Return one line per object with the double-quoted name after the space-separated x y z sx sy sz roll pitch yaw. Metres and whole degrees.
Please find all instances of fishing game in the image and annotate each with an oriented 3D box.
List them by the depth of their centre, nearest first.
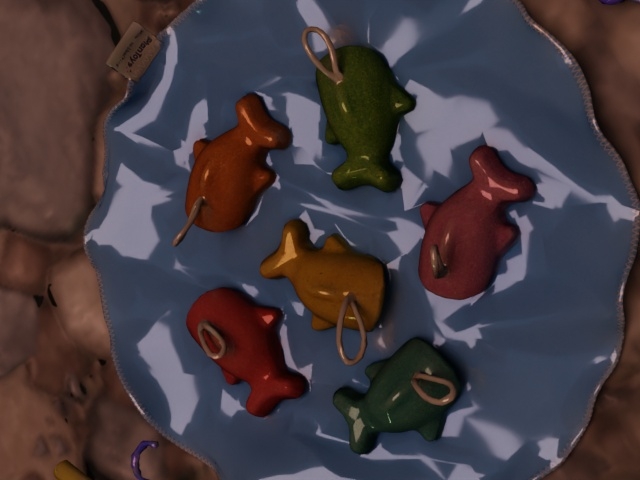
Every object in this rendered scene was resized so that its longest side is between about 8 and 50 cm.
0.000 0.000 0.387 0.189 0.041 0.264 36 109 20 "fishing game"
